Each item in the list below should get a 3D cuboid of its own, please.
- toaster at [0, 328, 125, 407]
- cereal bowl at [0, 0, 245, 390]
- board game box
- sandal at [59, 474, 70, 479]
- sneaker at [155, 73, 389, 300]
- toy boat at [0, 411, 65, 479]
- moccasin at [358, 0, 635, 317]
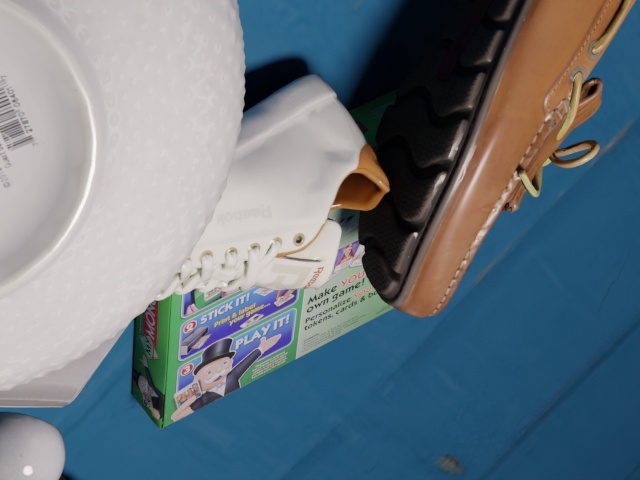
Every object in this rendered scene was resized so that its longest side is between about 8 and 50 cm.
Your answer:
[{"bbox_3d":[-0.191,0.000,1.078,0.185,0.168,0.110,-54,150,13],"label":"toaster"},{"bbox_3d":[-0.193,-0.066,0.870,0.339,0.141,0.338,-5,113,-12],"label":"cereal bowl"},{"bbox_3d":[0.000,0.000,1.429,0.317,0.046,0.213,-26,143,-29],"label":"board game box"},{"bbox_3d":[-0.180,0.304,1.508,0.107,0.167,0.446,-23,144,11],"label":"sandal"},{"bbox_3d":[-0.059,-0.003,1.217,0.290,0.123,0.106,-36,174,-35],"label":"sneaker"},{"bbox_3d":[-0.298,0.176,1.131,0.318,0.148,0.267,-28,106,-57],"label":"toy boat"},{"bbox_3d":[0.148,-0.117,1.322,0.147,0.139,0.380,23,91,-29],"label":"moccasin"}]
